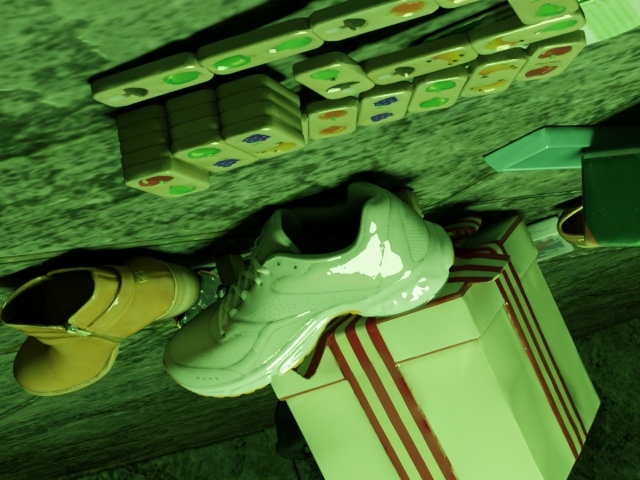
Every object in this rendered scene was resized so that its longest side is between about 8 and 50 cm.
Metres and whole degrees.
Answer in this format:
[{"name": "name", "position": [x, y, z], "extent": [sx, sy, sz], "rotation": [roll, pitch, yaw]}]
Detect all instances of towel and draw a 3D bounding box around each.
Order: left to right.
[{"name": "towel", "position": [0.143, -0.121, 0.757], "extent": [0.152, 0.023, 0.113], "rotation": [-20, 168, 21]}]

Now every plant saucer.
[{"name": "plant saucer", "position": [0.219, -0.076, 1.119], "extent": [0.192, 0.018, 0.067], "rotation": [-4, 163, -45]}]

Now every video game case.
[{"name": "video game case", "position": [0.202, 0.021, 1.574], "extent": [0.183, 0.023, 0.201], "rotation": [-19, 169, 12]}]

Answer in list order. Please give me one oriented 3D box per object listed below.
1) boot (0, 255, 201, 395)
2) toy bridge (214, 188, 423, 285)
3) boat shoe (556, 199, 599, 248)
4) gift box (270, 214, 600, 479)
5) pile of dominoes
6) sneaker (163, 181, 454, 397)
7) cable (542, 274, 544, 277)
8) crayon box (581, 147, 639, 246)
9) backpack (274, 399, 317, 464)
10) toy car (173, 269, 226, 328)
[{"name": "boot", "position": [-0.206, 0.066, 1.065], "extent": [0.197, 0.073, 0.152], "rotation": [-34, 165, 20]}, {"name": "toy bridge", "position": [0.000, 0.000, 1.149], "extent": [0.188, 0.026, 0.063], "rotation": [-20, 170, 19]}, {"name": "boat shoe", "position": [0.326, -0.032, 1.377], "extent": [0.178, 0.064, 0.060], "rotation": [-20, 171, 30]}, {"name": "gift box", "position": [0.113, 0.129, 1.313], "extent": [0.255, 0.258, 0.276], "rotation": [-22, -172, 24]}, {"name": "pile of dominoes", "position": [0.020, -0.072, 0.707], "extent": [0.251, 0.040, 0.196], "rotation": [-14, 169, 18]}, {"name": "sneaker", "position": [-0.033, 0.029, 1.073], "extent": [0.262, 0.099, 0.121], "rotation": [-30, 133, 18]}, {"name": "cable", "position": [0.198, 0.073, 1.769], "extent": [0.184, 0.047, 0.150], "rotation": [-21, 168, 26]}, {"name": "crayon box", "position": [0.385, -0.037, 1.020], "extent": [0.202, 0.081, 0.318], "rotation": [1, 177, -39]}, {"name": "backpack", "position": [0.147, 0.214, 1.963], "extent": [0.355, 0.273, 0.290], "rotation": [18, 148, -33]}, {"name": "toy car", "position": [-0.084, 0.053, 1.225], "extent": [0.122, 0.060, 0.040], "rotation": [1, -168, -39]}]
